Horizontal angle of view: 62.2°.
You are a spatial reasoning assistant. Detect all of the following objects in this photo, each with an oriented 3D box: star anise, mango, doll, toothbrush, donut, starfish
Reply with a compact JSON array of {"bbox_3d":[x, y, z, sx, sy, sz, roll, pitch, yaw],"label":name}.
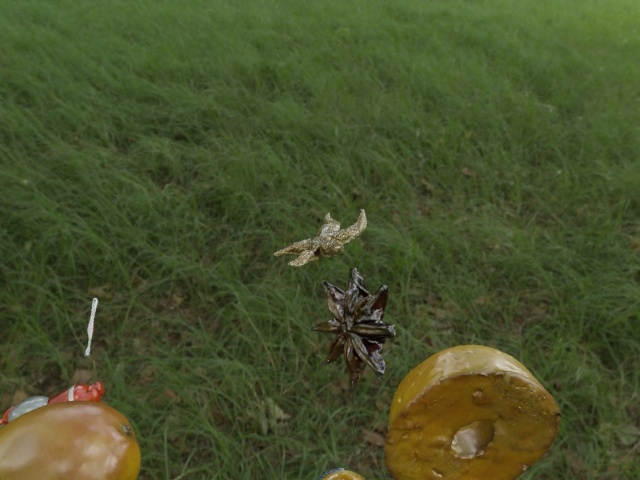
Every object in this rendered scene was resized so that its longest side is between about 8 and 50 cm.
[{"bbox_3d":[0.087,0.187,1.156,0.102,0.272,0.272,2,27,-37],"label":"star anise"},{"bbox_3d":[-0.325,0.271,0.643,0.220,0.120,0.152,-4,51,15],"label":"mango"},{"bbox_3d":[-0.663,0.409,1.302,0.244,0.076,0.142,-18,7,-13],"label":"doll"},{"bbox_3d":[-0.749,0.281,1.736,0.022,0.017,0.204,-24,54,29],"label":"toothbrush"},{"bbox_3d":[0.234,0.288,0.852,0.277,0.278,0.108,4,26,-2],"label":"donut"},{"bbox_3d":[0.000,0.000,1.204,0.235,0.062,0.277,-21,21,4],"label":"starfish"}]

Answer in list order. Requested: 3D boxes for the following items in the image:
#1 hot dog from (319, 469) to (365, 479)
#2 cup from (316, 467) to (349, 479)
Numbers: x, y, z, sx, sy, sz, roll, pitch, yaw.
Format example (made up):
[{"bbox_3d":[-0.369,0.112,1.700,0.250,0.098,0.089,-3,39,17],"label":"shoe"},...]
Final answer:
[{"bbox_3d":[0.035,0.637,0.960,0.367,0.196,0.366,-37,92,-43],"label":"hot dog"},{"bbox_3d":[0.041,0.664,1.313,0.149,0.114,0.138,-2,27,-29],"label":"cup"}]
